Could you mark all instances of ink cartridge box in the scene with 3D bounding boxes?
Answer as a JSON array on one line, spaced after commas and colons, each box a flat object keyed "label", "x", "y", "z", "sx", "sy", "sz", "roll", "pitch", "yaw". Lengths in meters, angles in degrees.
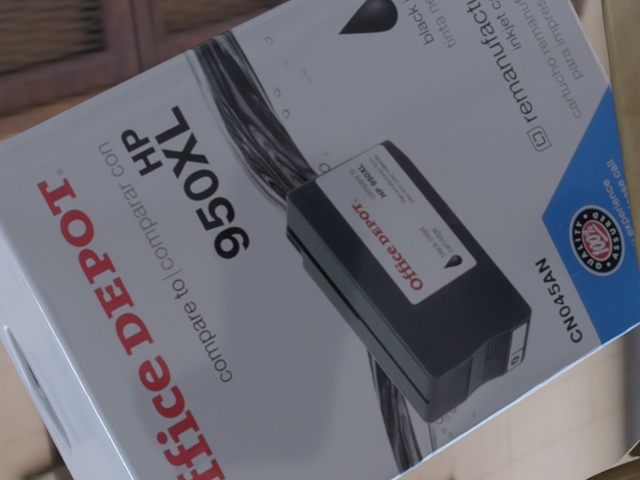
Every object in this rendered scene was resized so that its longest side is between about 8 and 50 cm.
[{"label": "ink cartridge box", "x": 0.000, "y": 0.000, "z": 0.929, "sx": 0.395, "sy": 0.285, "sz": 0.166, "roll": -30, "pitch": -174, "yaw": -20}]

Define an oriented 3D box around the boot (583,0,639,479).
[{"label": "boot", "x": 0.139, "y": 0.006, "z": 0.559, "sx": 0.089, "sy": 0.269, "sz": 0.236, "roll": -12, "pitch": 163, "yaw": 28}]
